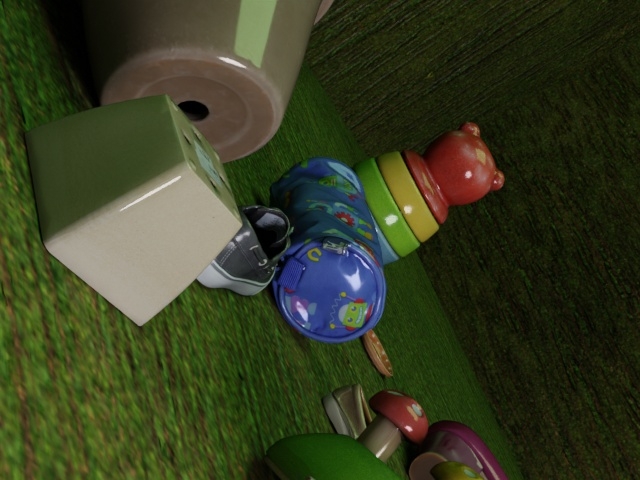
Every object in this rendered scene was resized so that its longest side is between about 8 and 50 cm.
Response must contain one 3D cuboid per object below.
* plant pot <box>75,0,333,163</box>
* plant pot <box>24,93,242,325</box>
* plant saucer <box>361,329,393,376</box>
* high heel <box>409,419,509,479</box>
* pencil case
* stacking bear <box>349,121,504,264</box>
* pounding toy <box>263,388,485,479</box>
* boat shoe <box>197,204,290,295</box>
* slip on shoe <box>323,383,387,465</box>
[{"bbox_3d":[-0.108,-0.197,0.899,0.263,0.263,0.229,51,32,-50],"label":"plant pot"},{"bbox_3d":[-0.115,-0.030,0.680,0.109,0.096,0.109,51,12,-49],"label":"plant pot"},{"bbox_3d":[0.079,0.160,1.502,0.083,0.013,0.083,58,9,-16],"label":"plant saucer"},{"bbox_3d":[0.256,0.397,1.343,0.377,0.127,0.181,58,19,4],"label":"high heel"},{"bbox_3d":[0.000,0.000,1.204,0.133,0.119,0.306,29,18,-14],"label":"pencil case"},{"bbox_3d":[0.118,-0.060,1.508,0.175,0.289,0.164,63,8,10],"label":"stacking bear"},{"bbox_3d":[0.064,0.178,0.735,0.183,0.110,0.237,43,-10,-3],"label":"pounding toy"},{"bbox_3d":[-0.064,-0.002,0.961,0.080,0.076,0.228,63,9,9],"label":"boat shoe"},{"bbox_3d":[0.049,0.209,1.054,0.135,0.041,0.051,64,9,22],"label":"slip on shoe"}]
